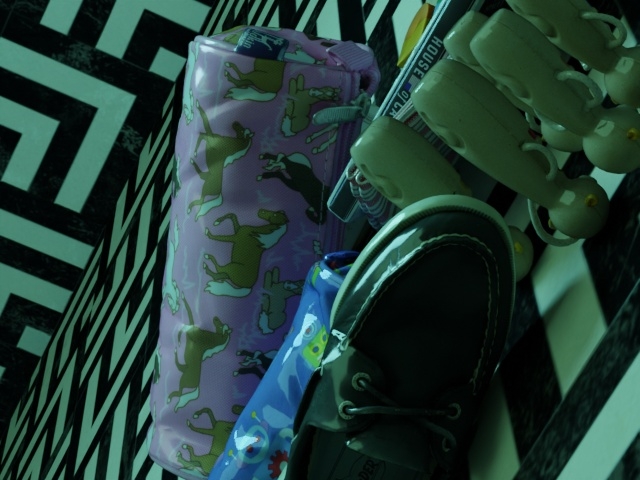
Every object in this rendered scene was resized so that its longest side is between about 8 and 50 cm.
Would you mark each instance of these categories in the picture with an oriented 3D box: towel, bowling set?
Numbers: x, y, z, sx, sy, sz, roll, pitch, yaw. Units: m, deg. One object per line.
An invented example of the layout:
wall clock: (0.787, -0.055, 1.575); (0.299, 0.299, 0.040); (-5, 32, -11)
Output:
towel: (0.086, -0.071, 1.444); (0.144, 0.029, 0.197); (-48, -16, -4)
bowling set: (0.162, -0.104, 1.249); (0.200, 0.154, 0.287); (-52, 6, -20)

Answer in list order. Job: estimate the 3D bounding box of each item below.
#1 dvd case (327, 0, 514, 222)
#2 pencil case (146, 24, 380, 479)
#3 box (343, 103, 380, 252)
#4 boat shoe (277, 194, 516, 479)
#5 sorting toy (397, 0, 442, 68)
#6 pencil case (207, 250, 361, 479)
dvd case: (0.109, -0.130, 1.480); (0.179, 0.029, 0.239); (-26, -28, -55)
pencil case: (-0.050, 0.017, 1.578); (0.167, 0.160, 0.386); (-140, 57, -76)
box: (0.007, -0.036, 1.716); (0.170, 0.091, 0.130); (-63, -5, 18)
boat shoe: (0.044, 0.130, 1.282); (0.113, 0.127, 0.340); (-90, 25, -57)
sorting toy: (0.124, -0.243, 1.753); (0.208, 0.038, 0.193); (125, 163, -60)
pencil case: (-0.009, 0.152, 1.453); (0.306, 0.133, 0.119); (-63, -20, 12)
